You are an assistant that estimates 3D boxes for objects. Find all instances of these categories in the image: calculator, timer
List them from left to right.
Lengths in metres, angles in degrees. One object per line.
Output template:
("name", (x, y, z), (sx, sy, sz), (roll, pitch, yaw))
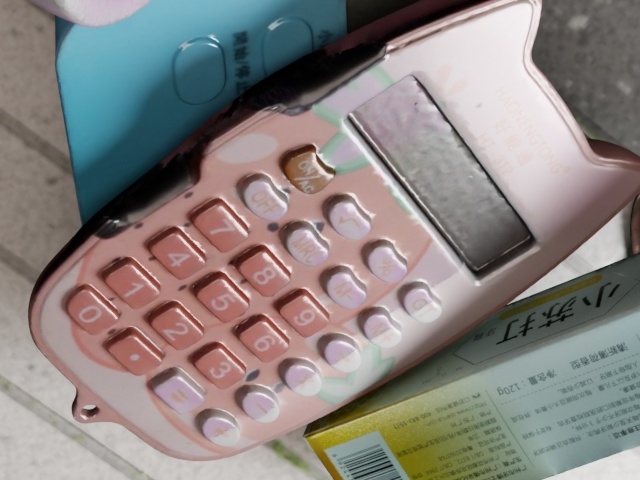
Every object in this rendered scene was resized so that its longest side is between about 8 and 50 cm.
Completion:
("timer", (-0.007, -0.066, 0.992), (0.250, 0.091, 0.232), (-8, 130, -3))
("calculator", (0.000, 0.000, 0.991), (0.329, 0.048, 0.220), (-34, 135, 8))

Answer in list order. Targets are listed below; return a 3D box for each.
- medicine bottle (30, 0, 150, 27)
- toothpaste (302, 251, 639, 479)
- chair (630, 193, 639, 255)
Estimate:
("medicine bottle", (-0.195, -0.256, 0.838), (0.325, 0.212, 0.212), (29, 106, 12))
("toothpaste", (0.142, 0.073, 1.039), (0.313, 0.071, 0.089), (-24, 109, 27))
("chair", (0.363, -0.005, 1.054), (0.326, 0.183, 0.176), (1, 118, 45))
